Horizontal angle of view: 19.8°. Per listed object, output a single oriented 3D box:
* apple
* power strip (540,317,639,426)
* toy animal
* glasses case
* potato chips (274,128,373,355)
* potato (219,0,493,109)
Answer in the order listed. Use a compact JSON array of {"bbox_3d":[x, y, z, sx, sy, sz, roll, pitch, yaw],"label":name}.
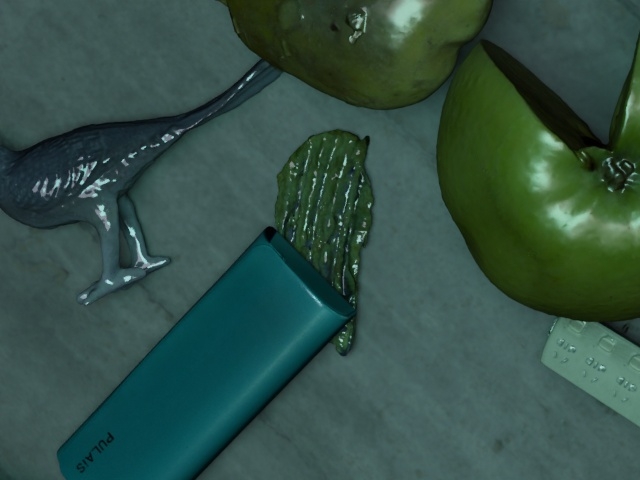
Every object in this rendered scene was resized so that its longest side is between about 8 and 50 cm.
[{"bbox_3d":[0.239,-0.071,1.528,0.292,0.254,0.291,1,100,7],"label":"apple"},{"bbox_3d":[0.287,0.131,1.579,0.253,0.027,0.060,33,102,38],"label":"power strip"},{"bbox_3d":[-0.202,-0.047,1.696,0.367,0.081,0.205,-9,93,7],"label":"toy animal"},{"bbox_3d":[-0.112,0.133,1.681,0.117,0.070,0.301,44,106,7],"label":"glasses case"},{"bbox_3d":[0.000,0.000,1.688,0.092,0.028,0.207,6,92,8],"label":"potato chips"},{"bbox_3d":[0.013,-0.227,1.599,0.296,0.141,0.191,29,107,32],"label":"potato"}]
